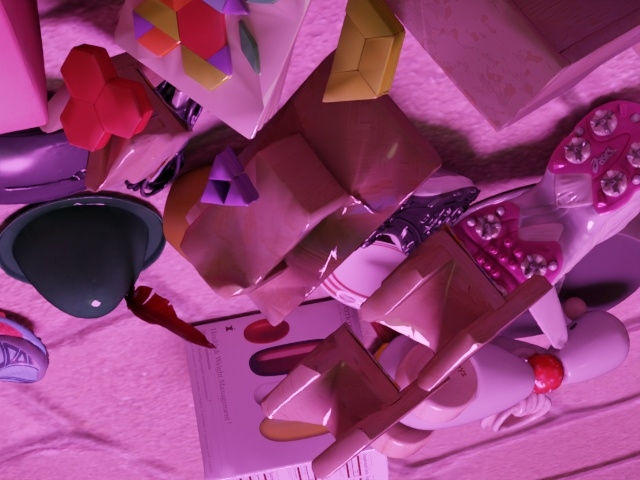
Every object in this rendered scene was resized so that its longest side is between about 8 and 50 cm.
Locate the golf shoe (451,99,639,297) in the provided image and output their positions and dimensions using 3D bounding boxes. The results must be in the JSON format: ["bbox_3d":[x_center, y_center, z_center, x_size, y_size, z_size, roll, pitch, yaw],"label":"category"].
[{"bbox_3d":[0.236,-0.009,1.605,0.306,0.115,0.140,-39,158,15],"label":"golf shoe"}]

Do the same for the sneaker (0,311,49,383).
[{"bbox_3d":[-0.408,0.143,1.672,0.262,0.125,0.104,9,146,-33],"label":"sneaker"}]

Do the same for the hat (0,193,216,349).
[{"bbox_3d":[-0.222,0.072,1.549,0.173,0.183,0.208,0,149,-20],"label":"hat"}]

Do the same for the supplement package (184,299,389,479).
[{"bbox_3d":[-0.038,0.195,1.829,0.203,0.194,0.149,-11,152,-2],"label":"supplement package"}]

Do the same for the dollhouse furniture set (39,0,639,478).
[{"bbox_3d":[0.058,-0.097,1.213,0.394,0.362,0.256,-45,171,37],"label":"dollhouse furniture set"}]

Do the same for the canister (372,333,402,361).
[{"bbox_3d":[0.119,0.158,1.950,0.126,0.073,0.170,1,150,-22],"label":"canister"}]

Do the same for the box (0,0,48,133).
[{"bbox_3d":[-0.292,-0.180,1.128,0.149,0.127,0.232,-10,152,-1],"label":"box"}]

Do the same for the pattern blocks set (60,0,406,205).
[{"bbox_3d":[-0.070,-0.176,1.088,0.026,0.285,0.325,-31,136,-52],"label":"pattern blocks set"}]

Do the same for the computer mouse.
[{"bbox_3d":[-0.237,-0.078,1.390,0.272,0.072,0.188,-1,151,-19],"label":"computer mouse"}]

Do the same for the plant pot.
[{"bbox_3d":[-0.093,-0.022,1.509,0.095,0.134,0.134,12,155,14],"label":"plant pot"}]

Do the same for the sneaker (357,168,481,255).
[{"bbox_3d":[0.064,-0.052,1.539,0.100,0.108,0.271,-47,155,21],"label":"sneaker"}]

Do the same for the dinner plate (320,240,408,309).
[{"bbox_3d":[0.062,0.036,1.732,0.141,0.017,0.141,8,145,6],"label":"dinner plate"}]

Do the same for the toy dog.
[{"bbox_3d":[0.169,0.114,1.734,0.334,0.161,0.220,-5,154,-49],"label":"toy dog"}]

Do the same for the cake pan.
[{"bbox_3d":[0.244,0.032,1.786,0.293,0.054,0.293,-9,151,-5],"label":"cake pan"}]
